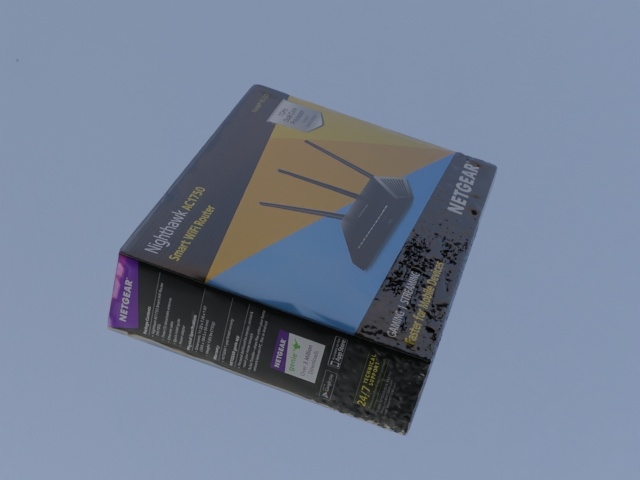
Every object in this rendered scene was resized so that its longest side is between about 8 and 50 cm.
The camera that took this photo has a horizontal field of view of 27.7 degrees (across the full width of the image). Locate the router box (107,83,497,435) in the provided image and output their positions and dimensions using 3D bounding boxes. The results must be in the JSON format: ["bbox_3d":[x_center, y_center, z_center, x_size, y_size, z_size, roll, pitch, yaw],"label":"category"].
[{"bbox_3d":[0.000,0.000,0.588,0.133,0.179,0.046,19,-58,6],"label":"router box"}]
